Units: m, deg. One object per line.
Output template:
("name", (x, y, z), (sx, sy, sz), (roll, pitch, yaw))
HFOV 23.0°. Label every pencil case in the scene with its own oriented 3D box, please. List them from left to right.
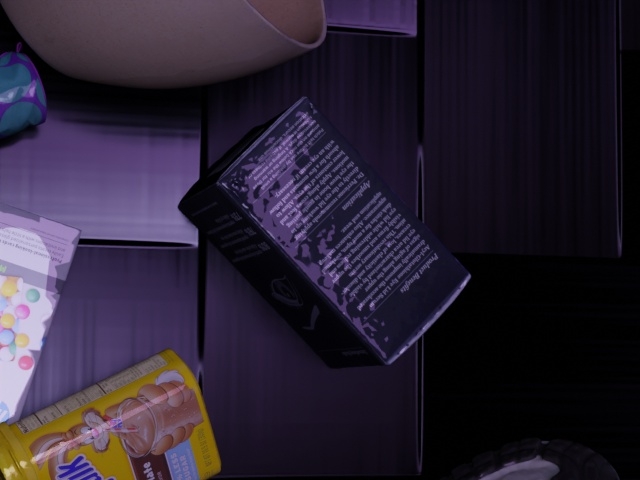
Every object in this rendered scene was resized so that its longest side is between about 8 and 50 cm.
("pencil case", (-0.301, -0.104, 1.280), (0.151, 0.064, 0.070), (-21, 81, -18))

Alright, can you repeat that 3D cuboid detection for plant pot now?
("plant pot", (-0.151, -0.232, 1.255), (0.191, 0.284, 0.284), (-28, 94, 18))

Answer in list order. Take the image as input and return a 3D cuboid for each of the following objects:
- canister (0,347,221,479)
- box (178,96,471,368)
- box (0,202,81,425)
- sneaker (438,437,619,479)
("canister", (-0.174, 0.173, 1.269), (0.170, 0.073, 0.126), (-26, 125, -20))
("box", (0.000, 0.000, 1.314), (0.207, 0.153, 0.108), (47, 74, -9))
("box", (-0.293, 0.057, 1.282), (0.145, 0.038, 0.186), (20, 80, -13))
("sneaker", (0.081, 0.326, 1.323), (0.410, 0.158, 0.182), (-21, 108, -12))
